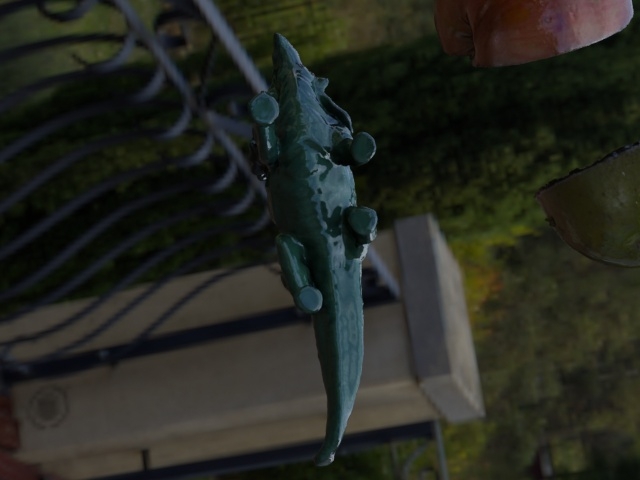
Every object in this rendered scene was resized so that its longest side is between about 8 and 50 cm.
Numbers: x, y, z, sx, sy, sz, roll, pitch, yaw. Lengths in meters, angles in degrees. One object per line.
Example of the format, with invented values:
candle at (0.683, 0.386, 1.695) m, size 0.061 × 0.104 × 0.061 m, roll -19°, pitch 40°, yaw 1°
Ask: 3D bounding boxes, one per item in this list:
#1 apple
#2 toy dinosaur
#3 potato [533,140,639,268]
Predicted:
apple at (0.279, -0.362, 1.888) m, size 0.293 × 0.251 × 0.163 m, roll 25°, pitch -45°, yaw 62°
toy dinosaur at (0.000, -0.007, 0.905) m, size 0.120 × 0.079 × 0.292 m, roll 94°, pitch -14°, yaw -65°
potato at (0.321, -0.036, 1.319) m, size 0.117 × 0.202 × 0.182 m, roll 69°, pitch 14°, yaw 9°
